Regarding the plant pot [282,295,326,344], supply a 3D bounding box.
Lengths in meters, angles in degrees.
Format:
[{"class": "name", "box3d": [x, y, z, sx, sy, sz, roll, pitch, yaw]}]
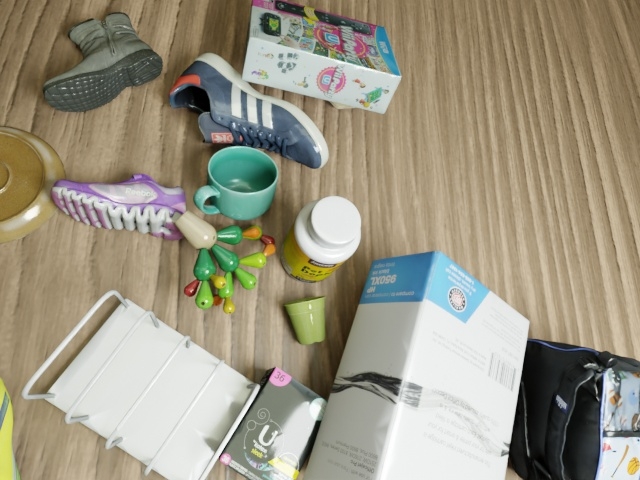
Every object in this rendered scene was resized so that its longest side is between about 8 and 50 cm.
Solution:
[{"class": "plant pot", "box3d": [-0.023, 0.150, 0.813, 0.083, 0.083, 0.079, -9, 86, -18]}]

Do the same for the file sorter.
[{"class": "file sorter", "box3d": [-0.258, 0.229, 0.666, 0.277, 0.173, 0.193, 34, 66, -1]}]

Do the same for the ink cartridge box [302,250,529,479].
[{"class": "ink cartridge box", "box3d": [0.177, 0.260, 0.727, 0.285, 0.166, 0.395, 34, 64, -28]}]

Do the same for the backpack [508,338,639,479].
[{"class": "backpack", "box3d": [0.461, 0.327, 0.794, 0.213, 0.276, 0.264, 15, 81, -8]}]

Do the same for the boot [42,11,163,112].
[{"class": "boot", "box3d": [-0.462, -0.364, 0.878, 0.246, 0.083, 0.161, -37, 77, -28]}]

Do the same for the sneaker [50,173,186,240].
[{"class": "sneaker", "box3d": [-0.353, -0.076, 0.795, 0.236, 0.095, 0.105, 12, 64, -17]}]

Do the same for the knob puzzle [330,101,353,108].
[{"class": "knob puzzle", "box3d": [0.063, -0.388, 1.043, 0.213, 0.030, 0.213, 5, 70, -14]}]

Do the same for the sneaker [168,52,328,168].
[{"class": "sneaker", "box3d": [-0.153, -0.228, 0.881, 0.350, 0.131, 0.148, 34, 64, 9]}]

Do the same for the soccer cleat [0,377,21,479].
[{"class": "soccer cleat", "box3d": [-0.492, 0.286, 0.610, 0.093, 0.121, 0.289, -20, 78, -20]}]

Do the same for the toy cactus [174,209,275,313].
[{"class": "toy cactus", "box3d": [-0.185, 0.021, 0.786, 0.180, 0.112, 0.219, 46, 52, -14]}]

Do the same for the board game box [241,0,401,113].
[{"class": "board game box", "box3d": [-0.003, -0.397, 0.917, 0.303, 0.098, 0.224, 8, 48, -15]}]

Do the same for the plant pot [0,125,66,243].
[{"class": "plant pot", "box3d": [-0.587, -0.107, 0.771, 0.236, 0.032, 0.237, 5, 70, -14]}]

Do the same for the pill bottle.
[{"class": "pill bottle", "box3d": [0.000, 0.000, 0.790, 0.117, 0.215, 0.117, 5, 70, -13]}]

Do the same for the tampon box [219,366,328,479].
[{"class": "tampon box", "box3d": [-0.075, 0.313, 0.723, 0.120, 0.101, 0.161, 34, 66, -2]}]

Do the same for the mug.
[{"class": "mug", "box3d": [-0.165, -0.102, 0.835, 0.157, 0.097, 0.130, -3, 54, -17]}]
